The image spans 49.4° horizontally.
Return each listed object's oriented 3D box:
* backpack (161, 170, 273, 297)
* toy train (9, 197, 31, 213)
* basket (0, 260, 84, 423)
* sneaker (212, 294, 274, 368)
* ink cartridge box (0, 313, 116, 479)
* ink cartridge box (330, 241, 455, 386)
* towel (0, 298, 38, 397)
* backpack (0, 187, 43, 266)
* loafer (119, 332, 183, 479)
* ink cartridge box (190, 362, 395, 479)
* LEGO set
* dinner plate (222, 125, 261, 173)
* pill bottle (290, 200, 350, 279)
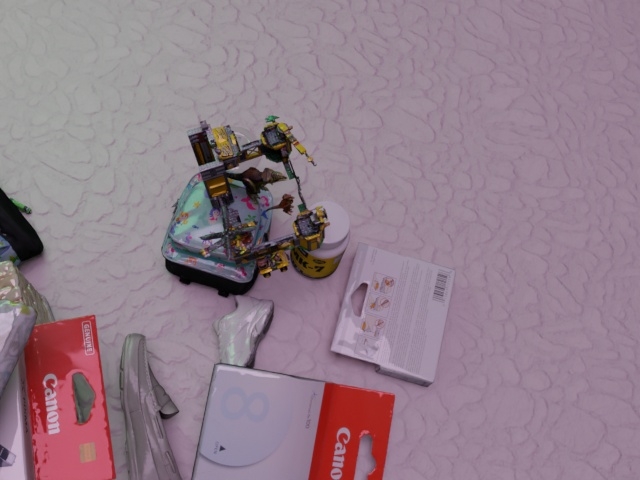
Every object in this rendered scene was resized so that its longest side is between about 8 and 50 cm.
[{"bbox_3d":[-0.218,-0.034,1.538,0.225,0.191,0.254,17,61,0],"label":"backpack"},{"bbox_3d":[-0.691,-0.084,1.569,0.083,0.024,0.017,24,66,2],"label":"toy train"},{"bbox_3d":[-0.657,0.257,1.303,0.331,0.266,0.329,-18,70,-17],"label":"basket"},{"bbox_3d":[-0.187,0.220,1.493,0.115,0.090,0.232,18,60,10],"label":"sneaker"},{"bbox_3d":[-0.491,0.272,1.141,0.260,0.066,0.297,-10,69,-12],"label":"ink cartridge box"},{"bbox_3d":[0.164,0.165,1.573,0.238,0.060,0.275,16,67,0],"label":"ink cartridge box"},{"bbox_3d":[-0.656,0.206,1.076,0.374,0.090,0.321,14,77,18],"label":"towel"},{"bbox_3d":[-0.805,0.013,1.407,0.355,0.273,0.290,-36,96,-7],"label":"backpack"},{"bbox_3d":[-0.342,0.343,1.403,0.111,0.112,0.320,-6,76,-16],"label":"loafer"},{"bbox_3d":[-0.050,0.426,1.372,0.384,0.091,0.309,11,82,-6],"label":"ink cartridge box"},{"bbox_3d":[-0.126,-0.113,1.360,0.254,0.192,0.332,-11,68,-4],"label":"LEGO set"},{"bbox_3d":[-0.214,-0.223,1.703,0.141,0.017,0.141,4,66,-8],"label":"dinner plate"},{"bbox_3d":[0.000,0.000,1.535,0.119,0.208,0.119,3,67,-7],"label":"pill bottle"}]
